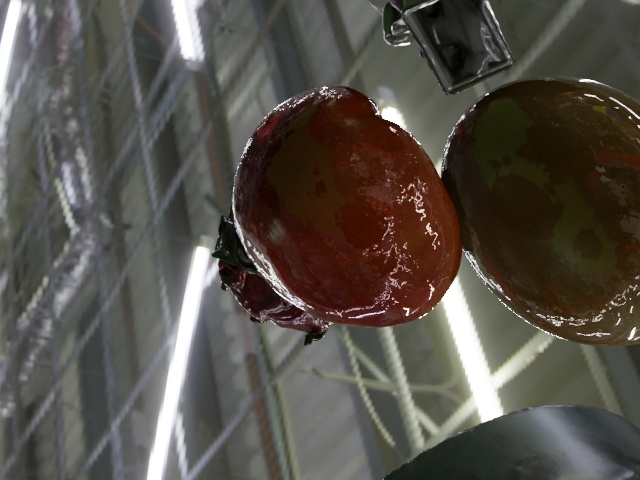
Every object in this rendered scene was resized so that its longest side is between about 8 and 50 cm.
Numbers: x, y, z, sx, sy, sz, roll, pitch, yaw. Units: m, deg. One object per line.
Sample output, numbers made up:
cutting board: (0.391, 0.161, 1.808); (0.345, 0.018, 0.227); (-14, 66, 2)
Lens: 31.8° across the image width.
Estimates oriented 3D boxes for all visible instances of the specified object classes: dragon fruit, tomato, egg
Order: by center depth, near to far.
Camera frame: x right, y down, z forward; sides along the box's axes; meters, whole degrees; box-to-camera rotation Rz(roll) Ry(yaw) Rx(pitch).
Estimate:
tomato: (0.016, -0.027, 1.090); (0.180, 0.259, 0.260); (-38, -156, -16)
egg: (0.299, -0.037, 1.309); (0.351, 0.283, 0.282); (41, -58, 18)
dragon fruit: (0.000, 0.000, 1.530); (0.244, 0.299, 0.244); (156, -90, -85)

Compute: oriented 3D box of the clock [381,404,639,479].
clock: (0.088, 0.238, 0.634); (0.066, 0.319, 0.318); (47, -59, 46)

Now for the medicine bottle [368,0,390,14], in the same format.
medicine bottle: (0.205, -0.431, 1.487); (0.340, 0.208, 0.208); (-23, -120, 49)

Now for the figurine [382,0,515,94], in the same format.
figurine: (0.123, -0.296, 1.028); (0.308, 0.143, 0.308); (-34, -136, 41)
